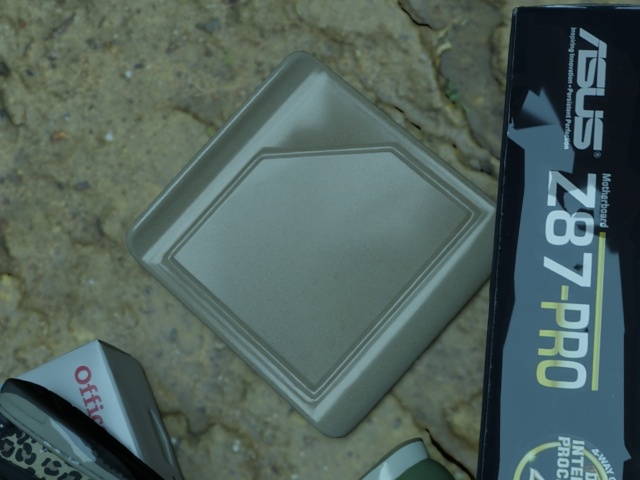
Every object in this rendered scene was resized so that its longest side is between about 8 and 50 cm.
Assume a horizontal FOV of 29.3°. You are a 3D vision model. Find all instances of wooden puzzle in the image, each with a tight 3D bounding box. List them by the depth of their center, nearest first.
[{"bbox_3d":[0.000,0.000,0.966,0.238,0.044,0.221,41,86,13],"label":"wooden puzzle"}]

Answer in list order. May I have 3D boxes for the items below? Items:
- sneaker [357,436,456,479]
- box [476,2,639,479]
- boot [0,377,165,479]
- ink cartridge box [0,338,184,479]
[{"bbox_3d":[0.028,0.236,0.883,0.192,0.064,0.086,-42,67,-4],"label":"sneaker"},{"bbox_3d":[0.155,0.099,0.761,0.097,0.318,0.395,3,75,11],"label":"box"},{"bbox_3d":[-0.174,0.228,0.824,0.236,0.085,0.179,37,89,20],"label":"boot"},{"bbox_3d":[-0.221,0.191,0.932,0.212,0.093,0.154,-24,72,2],"label":"ink cartridge box"}]
